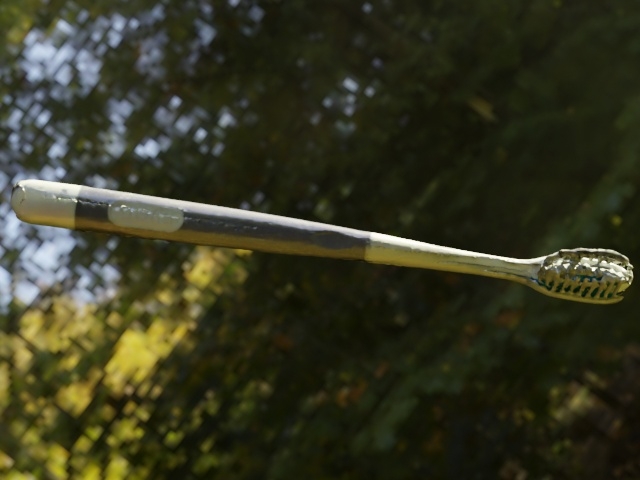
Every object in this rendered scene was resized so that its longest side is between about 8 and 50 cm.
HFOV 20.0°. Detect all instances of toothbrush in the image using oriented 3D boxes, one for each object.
[{"bbox_3d":[0.000,0.000,0.830,0.026,0.288,0.024,92,-173,-74],"label":"toothbrush"}]
